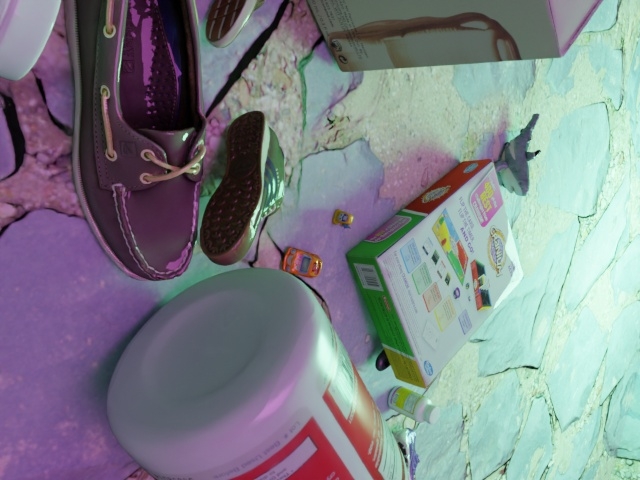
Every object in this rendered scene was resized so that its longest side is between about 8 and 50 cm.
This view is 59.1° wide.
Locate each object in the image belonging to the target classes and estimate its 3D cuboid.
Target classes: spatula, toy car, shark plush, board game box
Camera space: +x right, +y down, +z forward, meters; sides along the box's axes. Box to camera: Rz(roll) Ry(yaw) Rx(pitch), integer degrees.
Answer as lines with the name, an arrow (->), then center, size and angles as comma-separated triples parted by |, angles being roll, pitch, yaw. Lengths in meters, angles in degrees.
spatula -> 0.189, 0.143, 0.981 | 0.296, 0.030, 0.084 | -29, 116, -36
toy car -> 0.000, 0.000, 0.751 | 0.060, 0.040, 0.122 | 43, 71, -42
shark plush -> 0.387, -0.160, 1.072 | 0.073, 0.067, 0.161 | 44, 70, -42
board game box -> 0.204, 0.044, 0.922 | 0.316, 0.064, 0.242 | -36, 115, -33

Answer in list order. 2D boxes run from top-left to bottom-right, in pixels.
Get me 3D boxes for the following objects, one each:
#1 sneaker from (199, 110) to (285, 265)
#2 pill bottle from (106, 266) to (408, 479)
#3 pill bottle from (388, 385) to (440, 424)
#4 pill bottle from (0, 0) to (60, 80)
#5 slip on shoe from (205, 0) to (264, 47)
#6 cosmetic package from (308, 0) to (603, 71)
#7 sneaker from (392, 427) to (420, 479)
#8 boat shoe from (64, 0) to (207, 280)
sneaker -> -0.071, -0.045, 0.619 | 0.086, 0.064, 0.192 | 54, 35, -50
pill bottle -> -0.034, 0.246, 0.648 | 0.229, 0.229, 0.407 | -46, 129, -26
pill bottle -> 0.158, 0.278, 0.948 | 0.043, 0.083, 0.043 | -14, 111, -42
pill bottle -> -0.289, -0.190, 0.360 | 0.208, 0.119, 0.119 | 17, 88, -46
slip on shoe -> -0.078, -0.260, 0.604 | 0.041, 0.051, 0.135 | 36, 69, -56
cosmetic package -> 0.144, -0.288, 0.635 | 0.153, 0.296, 0.129 | -49, 129, -24
sneaker -> 0.150, 0.411, 0.991 | 0.071, 0.068, 0.169 | -11, 108, -49
boat shoe -> -0.159, -0.107, 0.525 | 0.117, 0.097, 0.324 | -15, 111, -42
